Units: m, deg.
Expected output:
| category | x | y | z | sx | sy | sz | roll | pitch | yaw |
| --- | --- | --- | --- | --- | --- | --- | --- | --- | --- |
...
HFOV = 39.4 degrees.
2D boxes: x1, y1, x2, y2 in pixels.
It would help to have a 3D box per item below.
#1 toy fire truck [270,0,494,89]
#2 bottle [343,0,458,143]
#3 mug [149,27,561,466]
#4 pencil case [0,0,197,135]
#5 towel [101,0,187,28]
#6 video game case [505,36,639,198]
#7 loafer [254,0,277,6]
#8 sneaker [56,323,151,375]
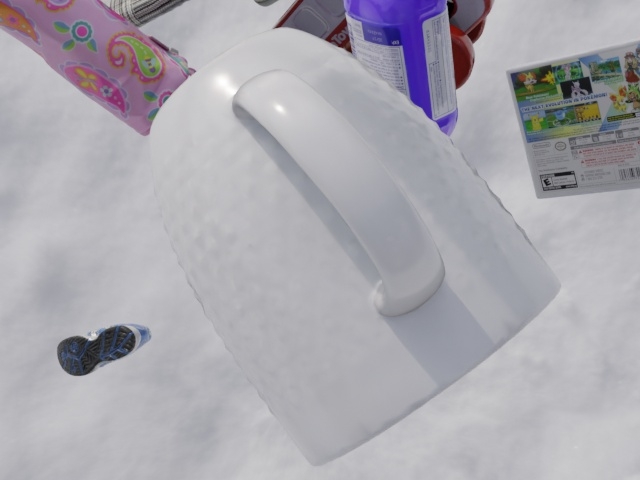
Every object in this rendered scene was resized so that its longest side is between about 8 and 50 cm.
| category | x | y | z | sx | sy | sz | roll | pitch | yaw |
| --- | --- | --- | --- | --- | --- | --- | --- | --- | --- |
| toy fire truck | 0.090 | -0.312 | 1.313 | 0.254 | 0.302 | 0.169 | 37 | 43 | -14 |
| bottle | 0.099 | -0.161 | 1.010 | 0.092 | 0.118 | 0.283 | -28 | 126 | -22 |
| mug | 0.009 | -0.019 | 0.761 | 0.276 | 0.374 | 0.328 | -36 | 85 | -7 |
| pencil case | -0.296 | -0.257 | 1.133 | 0.284 | 0.124 | 0.124 | 37 | 81 | -21 |
| towel | -0.198 | -0.462 | 1.282 | 0.312 | 0.056 | 0.324 | -18 | 54 | 30 |
| video game case | 0.565 | -0.245 | 1.853 | 0.036 | 0.328 | 0.300 | -29 | 107 | -43 |
| loafer | -0.063 | -0.562 | 1.797 | 0.251 | 0.087 | 0.094 | -32 | 64 | 31 |
| sneaker | -0.411 | 0.205 | 1.691 | 0.211 | 0.081 | 0.080 | -14 | 88 | 28 |
